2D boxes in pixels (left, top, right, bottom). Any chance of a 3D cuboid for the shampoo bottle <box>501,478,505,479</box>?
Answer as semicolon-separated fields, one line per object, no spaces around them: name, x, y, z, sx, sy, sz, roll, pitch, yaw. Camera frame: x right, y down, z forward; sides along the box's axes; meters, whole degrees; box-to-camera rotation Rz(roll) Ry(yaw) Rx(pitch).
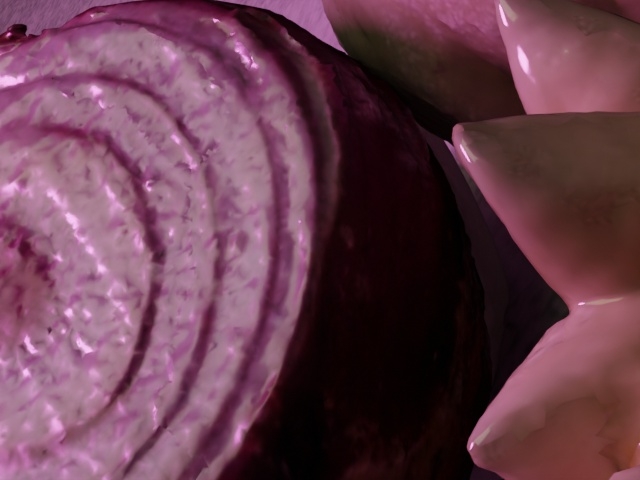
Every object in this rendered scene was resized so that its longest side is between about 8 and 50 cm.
shampoo bottle;0.108;0.160;0.677;0.080;0.079;0.246;-44;28;29

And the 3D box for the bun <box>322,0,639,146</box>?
bun;0.149;-0.125;0.753;0.205;0.281;0.281;48;112;22

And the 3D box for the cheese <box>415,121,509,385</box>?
cheese;0.000;0.000;0.959;0.154;0.198;0.189;-25;11;-2

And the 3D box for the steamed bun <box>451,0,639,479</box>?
steamed bun;0.158;0.048;0.465;0.189;0.247;0.428;-17;48;25

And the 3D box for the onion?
onion;-0.068;0.080;0.774;0.337;0.260;0.282;-47;51;0
